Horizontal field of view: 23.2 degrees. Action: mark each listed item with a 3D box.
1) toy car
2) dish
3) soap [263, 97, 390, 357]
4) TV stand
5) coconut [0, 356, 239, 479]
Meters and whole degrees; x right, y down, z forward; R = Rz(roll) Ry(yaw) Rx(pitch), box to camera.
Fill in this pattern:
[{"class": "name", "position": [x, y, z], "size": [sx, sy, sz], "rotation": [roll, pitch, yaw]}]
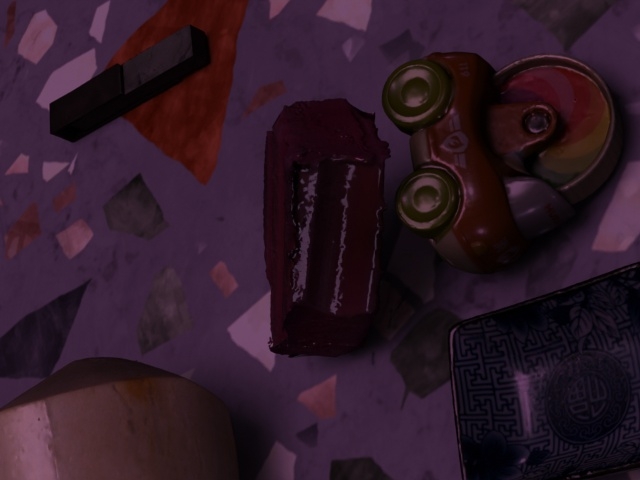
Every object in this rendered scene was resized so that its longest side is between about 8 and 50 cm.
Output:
[{"class": "toy car", "position": [0.189, -0.088, 1.526], "size": [0.235, 0.145, 0.235], "rotation": [-8, 69, 22]}, {"class": "dish", "position": [0.240, 0.138, 1.427], "size": [0.243, 0.080, 0.181], "rotation": [-22, 62, 37]}, {"class": "soap", "position": [0.000, 0.000, 1.582], "size": [0.182, 0.112, 0.289], "rotation": [-99, 11, -57]}, {"class": "TV stand", "position": [-0.247, -0.199, 1.994], "size": [0.256, 0.040, 0.049], "rotation": [-25, 59, 33]}, {"class": "coconut", "position": [-0.233, 0.266, 1.661], "size": [0.323, 0.323, 0.322], "rotation": [-15, 66, 37]}]
